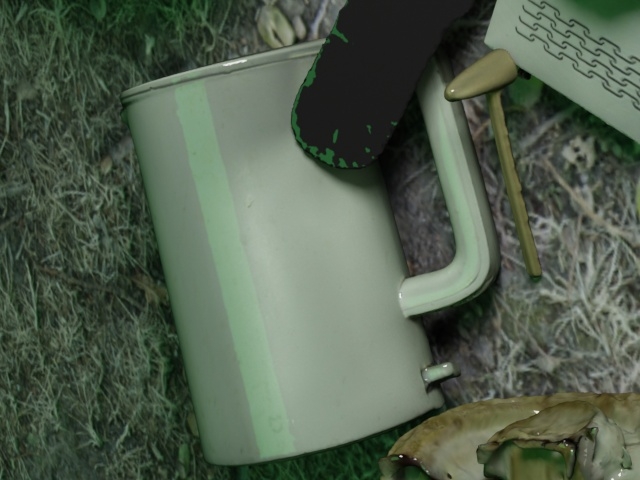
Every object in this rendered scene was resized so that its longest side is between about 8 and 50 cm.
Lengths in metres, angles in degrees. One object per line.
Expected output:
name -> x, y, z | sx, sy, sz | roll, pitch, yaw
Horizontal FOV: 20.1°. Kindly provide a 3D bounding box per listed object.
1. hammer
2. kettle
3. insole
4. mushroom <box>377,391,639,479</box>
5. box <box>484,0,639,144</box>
hammer -> 0.137, -0.046, 1.355 | 0.028, 0.060, 0.195 | 20, 137, 47
kettle -> -0.014, 0.003, 1.456 | 0.265, 0.205, 0.318 | -12, 92, 51
insole -> 0.076, -0.196, 1.335 | 0.109, 0.007, 0.322 | 31, 105, 7
mushroom -> 0.193, 0.205, 1.334 | 0.267, 0.164, 0.189 | -10, 100, 45
box -> 0.243, -0.153, 1.240 | 0.270, 0.045, 0.211 | 37, 128, 33
